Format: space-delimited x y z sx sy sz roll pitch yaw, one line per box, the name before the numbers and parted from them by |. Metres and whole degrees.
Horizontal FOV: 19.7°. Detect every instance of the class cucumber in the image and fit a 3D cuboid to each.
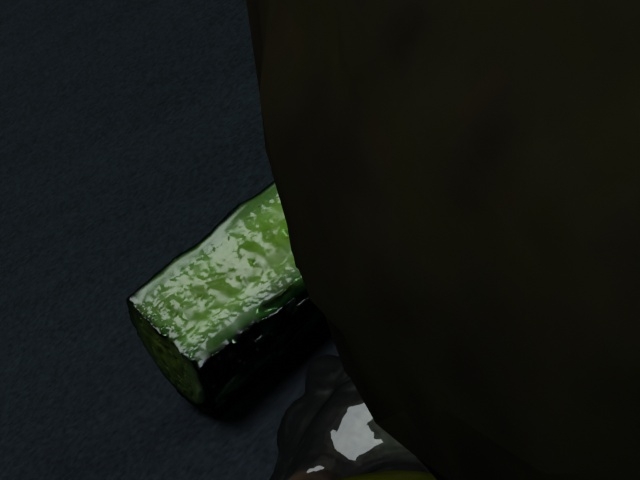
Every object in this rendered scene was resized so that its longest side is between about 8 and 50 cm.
cucumber | 0.001 0.003 0.978 0.211 0.062 0.078 -38 57 -17

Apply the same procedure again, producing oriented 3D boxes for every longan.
longan | 0.176 -0.055 0.472 0.391 0.391 0.391 -30 25 15

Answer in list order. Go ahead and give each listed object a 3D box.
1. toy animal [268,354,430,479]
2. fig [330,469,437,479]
toy animal | 0.069 0.033 0.772 0.168 0.106 0.343 -5 42 48
fig | 0.021 0.142 0.576 0.144 0.154 0.166 -91 13 -50
